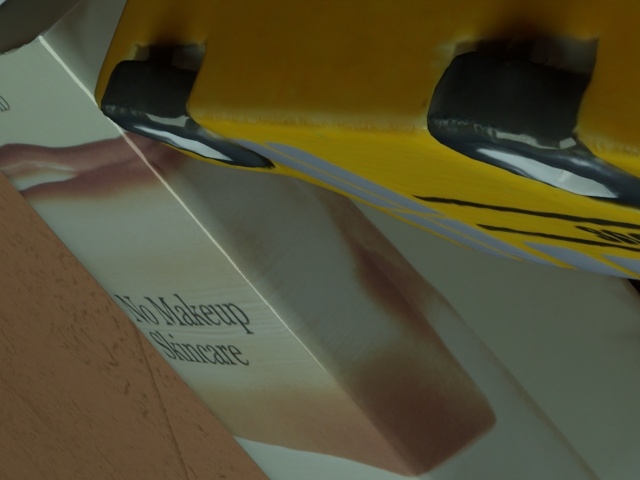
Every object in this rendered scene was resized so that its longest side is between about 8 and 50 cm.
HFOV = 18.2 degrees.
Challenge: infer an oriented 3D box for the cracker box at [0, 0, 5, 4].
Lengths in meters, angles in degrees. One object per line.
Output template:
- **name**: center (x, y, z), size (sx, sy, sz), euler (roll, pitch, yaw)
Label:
- **cracker box**: center (-0.166, -0.198, 0.803), size (0.156, 0.067, 0.232), euler (41, 157, 8)

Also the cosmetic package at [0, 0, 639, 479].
- **cosmetic package**: center (0.000, 0.000, 0.795), size (0.296, 0.129, 0.153), euler (50, 158, -16)

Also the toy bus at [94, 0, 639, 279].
- **toy bus**: center (0.065, -0.054, 0.461), size (0.130, 0.108, 0.333), euler (22, 175, -27)
